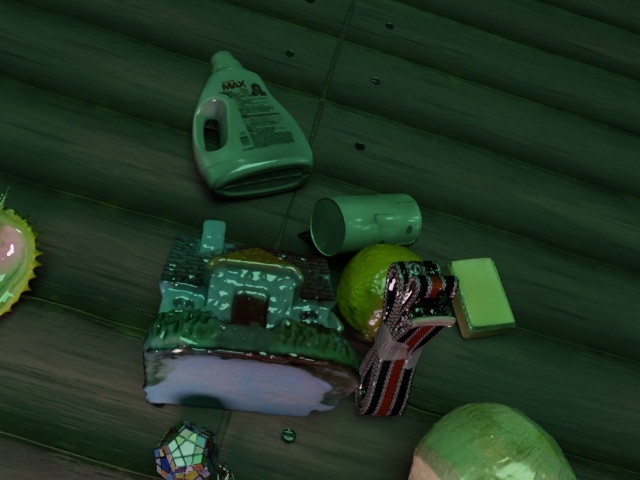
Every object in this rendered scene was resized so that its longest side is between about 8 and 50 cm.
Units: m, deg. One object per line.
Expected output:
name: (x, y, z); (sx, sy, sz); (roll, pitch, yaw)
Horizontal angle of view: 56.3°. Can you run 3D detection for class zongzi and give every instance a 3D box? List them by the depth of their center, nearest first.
zongzi: (0.000, 0.000, 1.336); (0.083, 0.067, 0.073); (-24, 63, -3)

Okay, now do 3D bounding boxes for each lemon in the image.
lemon: (0.129, 0.108, 1.213); (0.192, 0.192, 0.231); (23, 56, 1)

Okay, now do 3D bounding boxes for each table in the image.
table: (0.101, -0.037, 1.300); (0.220, 0.126, 0.126); (-5, 59, -36)

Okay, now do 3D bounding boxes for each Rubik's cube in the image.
Rubik's cube: (-0.230, 0.367, 1.029); (0.111, 0.093, 0.111); (6, 57, -10)

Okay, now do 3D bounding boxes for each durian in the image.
durian: (-0.652, 0.078, 1.056); (0.158, 0.169, 0.352); (42, 58, 13)

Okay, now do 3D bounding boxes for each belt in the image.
belt: (0.143, 0.189, 1.083); (0.094, 0.359, 0.126); (0, 39, -20)

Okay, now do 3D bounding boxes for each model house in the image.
model house: (-0.116, 0.114, 1.098); (0.360, 0.297, 0.339); (8, 55, -8)

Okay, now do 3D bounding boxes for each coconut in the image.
coconut: (0.296, 0.421, 1.012); (0.255, 0.297, 0.297); (-18, 65, -22)

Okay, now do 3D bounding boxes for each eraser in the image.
eraser: (0.350, 0.128, 1.333); (0.117, 0.058, 0.172); (-4, 61, -16)

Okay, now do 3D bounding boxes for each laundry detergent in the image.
laundry detergent: (-0.196, -0.291, 1.419); (0.264, 0.124, 0.397); (-14, 62, -20)

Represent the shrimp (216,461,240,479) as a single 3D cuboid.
shrimp: (-0.131, 0.461, 1.037); (0.091, 0.034, 0.161); (-11, 69, -33)
